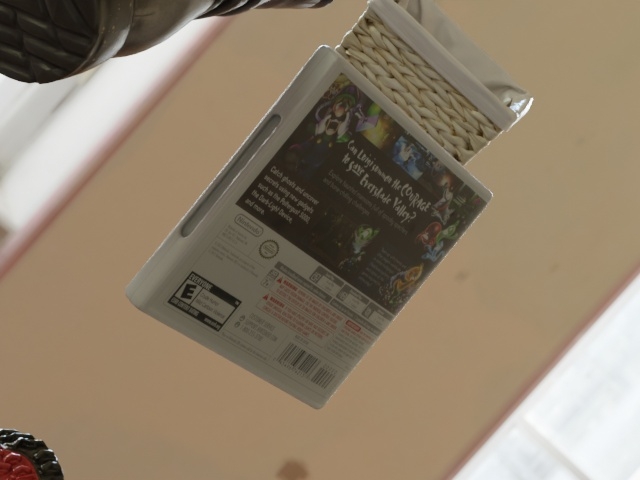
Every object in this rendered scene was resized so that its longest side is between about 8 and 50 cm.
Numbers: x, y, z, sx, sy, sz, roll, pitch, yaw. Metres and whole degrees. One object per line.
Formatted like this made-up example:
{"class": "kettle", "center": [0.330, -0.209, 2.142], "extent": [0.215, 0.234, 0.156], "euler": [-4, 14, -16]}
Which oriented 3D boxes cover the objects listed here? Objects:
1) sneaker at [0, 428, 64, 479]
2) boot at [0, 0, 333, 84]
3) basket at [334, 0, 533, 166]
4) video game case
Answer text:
{"class": "sneaker", "center": [-0.195, 0.251, 1.115], "extent": [0.262, 0.104, 0.125], "euler": [-117, -155, -51]}
{"class": "boot", "center": [-0.168, -0.185, 0.901], "extent": [0.338, 0.118, 0.223], "euler": [33, 33, 25]}
{"class": "basket", "center": [0.092, -0.139, 1.451], "extent": [0.167, 0.103, 0.113], "euler": [44, 21, 2]}
{"class": "video game case", "center": [0.000, 0.000, 0.933], "extent": [0.022, 0.173, 0.190], "euler": [42, 4, 39]}
